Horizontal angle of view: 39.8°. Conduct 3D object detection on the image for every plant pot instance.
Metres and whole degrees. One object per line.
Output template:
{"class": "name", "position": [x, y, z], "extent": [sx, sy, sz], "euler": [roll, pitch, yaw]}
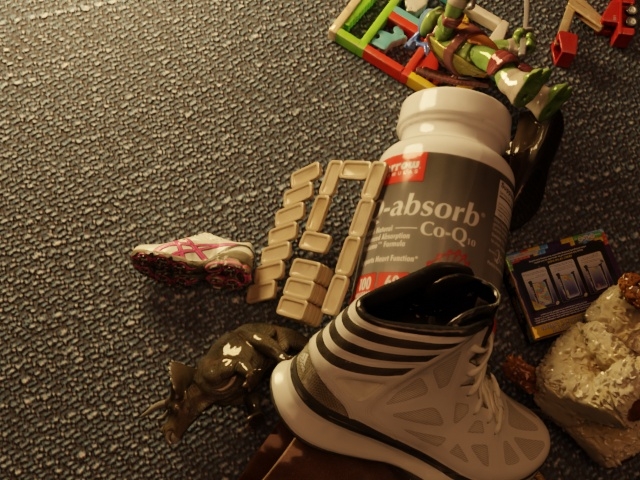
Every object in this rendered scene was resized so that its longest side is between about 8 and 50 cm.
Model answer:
{"class": "plant pot", "position": [0.029, 0.341, 1.184], "extent": [0.230, 0.215, 0.215], "euler": [38, 73, -2]}

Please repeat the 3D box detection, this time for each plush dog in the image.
{"class": "plush dog", "position": [0.405, 0.160, 1.253], "extent": [0.211, 0.262, 0.225], "euler": [32, 68, 30]}

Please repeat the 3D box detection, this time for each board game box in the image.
{"class": "board game box", "position": [0.378, 0.071, 1.362], "extent": [0.170, 0.048, 0.141], "euler": [-14, 75, -8]}

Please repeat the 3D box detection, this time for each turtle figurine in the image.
{"class": "turtle figurine", "position": [0.288, -0.330, 1.365], "extent": [0.275, 0.198, 0.266], "euler": [-32, 60, -8]}

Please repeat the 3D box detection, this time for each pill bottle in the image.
{"class": "pill bottle", "position": [0.172, -0.026, 1.299], "extent": [0.210, 0.210, 0.362], "euler": [11, 71, 1]}

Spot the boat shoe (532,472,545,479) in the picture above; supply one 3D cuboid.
{"class": "boat shoe", "position": [0.305, 0.353, 1.264], "extent": [0.050, 0.045, 0.135], "euler": [-30, 75, -12]}

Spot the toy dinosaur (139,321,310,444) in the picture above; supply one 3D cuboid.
{"class": "toy dinosaur", "position": [-0.102, 0.170, 1.263], "extent": [0.313, 0.121, 0.160], "euler": [-38, 43, -27]}

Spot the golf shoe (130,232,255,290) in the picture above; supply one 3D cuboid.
{"class": "golf shoe", "position": [-0.193, 0.026, 1.346], "extent": [0.186, 0.067, 0.086], "euler": [6, 44, 0]}

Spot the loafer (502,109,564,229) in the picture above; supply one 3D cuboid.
{"class": "loafer", "position": [0.322, -0.117, 1.418], "extent": [0.078, 0.080, 0.220], "euler": [13, 69, 36]}

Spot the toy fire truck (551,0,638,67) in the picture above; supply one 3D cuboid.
{"class": "toy fire truck", "position": [0.473, -0.387, 1.522], "extent": [0.135, 0.047, 0.192], "euler": [7, 70, 1]}

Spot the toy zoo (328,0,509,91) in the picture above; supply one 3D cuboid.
{"class": "toy zoo", "position": [0.186, -0.345, 1.502], "extent": [0.293, 0.030, 0.192], "euler": [33, 72, 8]}

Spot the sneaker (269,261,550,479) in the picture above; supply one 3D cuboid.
{"class": "sneaker", "position": [0.186, 0.181, 1.104], "extent": [0.448, 0.257, 0.169], "euler": [20, 37, -32]}

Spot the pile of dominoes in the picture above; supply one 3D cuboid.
{"class": "pile of dominoes", "position": [0.000, 0.000, 1.314], "extent": [0.196, 0.040, 0.251], "euler": [10, 76, 46]}
